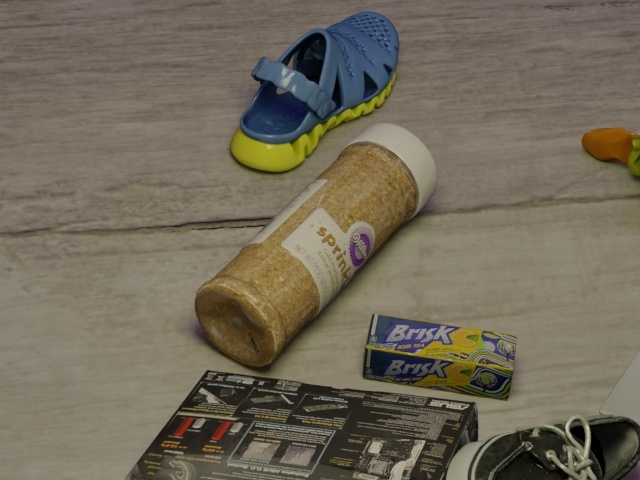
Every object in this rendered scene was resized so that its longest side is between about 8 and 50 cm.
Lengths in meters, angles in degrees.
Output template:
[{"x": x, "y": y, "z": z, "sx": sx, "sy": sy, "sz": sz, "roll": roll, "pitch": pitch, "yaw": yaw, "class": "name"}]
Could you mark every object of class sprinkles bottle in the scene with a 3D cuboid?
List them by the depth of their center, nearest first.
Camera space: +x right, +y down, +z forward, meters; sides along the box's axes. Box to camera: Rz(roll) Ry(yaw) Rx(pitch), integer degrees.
[{"x": 0.000, "y": 0.000, "z": 2.148, "sx": 0.121, "sy": 0.121, "sz": 0.355, "roll": 27, "pitch": 49, "yaw": 22, "class": "sprinkles bottle"}]

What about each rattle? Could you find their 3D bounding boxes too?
[{"x": 0.389, "y": -0.058, "z": 2.278, "sx": 0.143, "sy": 0.130, "sz": 0.199, "roll": 2, "pitch": 69, "yaw": 13, "class": "rattle"}]

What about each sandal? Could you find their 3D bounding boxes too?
[{"x": 0.004, "y": -0.218, "z": 2.367, "sx": 0.126, "sy": 0.138, "sz": 0.317, "roll": 23, "pitch": 45, "yaw": 21, "class": "sandal"}]

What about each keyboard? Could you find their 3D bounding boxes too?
[{"x": 0.409, "y": 0.133, "z": 2.119, "sx": 0.072, "sy": 0.014, "sz": 0.256, "roll": 21, "pitch": 46, "yaw": 24, "class": "keyboard"}]

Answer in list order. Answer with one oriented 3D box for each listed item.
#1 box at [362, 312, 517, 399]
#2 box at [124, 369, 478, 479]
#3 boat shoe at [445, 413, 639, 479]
[{"x": 0.135, "y": 0.132, "z": 2.067, "sx": 0.169, "sy": 0.054, "sz": 0.059, "roll": 8, "pitch": 43, "yaw": 5, "class": "box"}, {"x": -0.012, "y": 0.232, "z": 1.850, "sx": 0.307, "sy": 0.076, "sz": 0.242, "roll": 6, "pitch": 24, "yaw": 15, "class": "box"}, {"x": 0.238, "y": 0.236, "z": 1.843, "sx": 0.306, "sy": 0.105, "sz": 0.113, "roll": -3, "pitch": 72, "yaw": -54, "class": "boat shoe"}]
